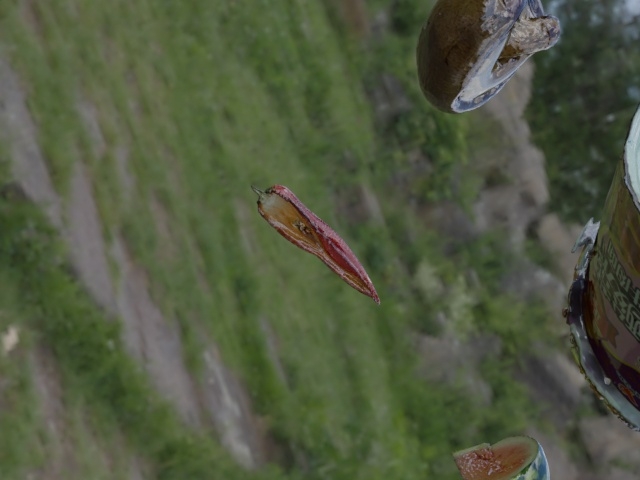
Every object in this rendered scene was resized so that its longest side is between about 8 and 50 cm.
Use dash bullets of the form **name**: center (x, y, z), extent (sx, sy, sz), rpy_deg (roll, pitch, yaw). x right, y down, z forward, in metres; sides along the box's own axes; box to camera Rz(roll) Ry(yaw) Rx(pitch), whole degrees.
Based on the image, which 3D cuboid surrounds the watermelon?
- **watermelon**: center (0.192, 0.224, 1.431), extent (0.087, 0.069, 0.163), rpy_deg (29, 2, -10)

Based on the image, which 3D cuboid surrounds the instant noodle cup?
- **instant noodle cup**: center (0.381, 0.002, 1.283), extent (0.266, 0.340, 0.339), rpy_deg (73, -2, -58)

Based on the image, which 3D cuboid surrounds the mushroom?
- **mushroom**: center (0.196, -0.263, 1.857), extent (0.138, 0.194, 0.231), rpy_deg (57, 7, 14)

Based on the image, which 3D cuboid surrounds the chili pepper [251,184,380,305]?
- **chili pepper**: center (0.000, 0.000, 1.473), extent (0.178, 0.045, 0.027), rpy_deg (42, 39, 0)
